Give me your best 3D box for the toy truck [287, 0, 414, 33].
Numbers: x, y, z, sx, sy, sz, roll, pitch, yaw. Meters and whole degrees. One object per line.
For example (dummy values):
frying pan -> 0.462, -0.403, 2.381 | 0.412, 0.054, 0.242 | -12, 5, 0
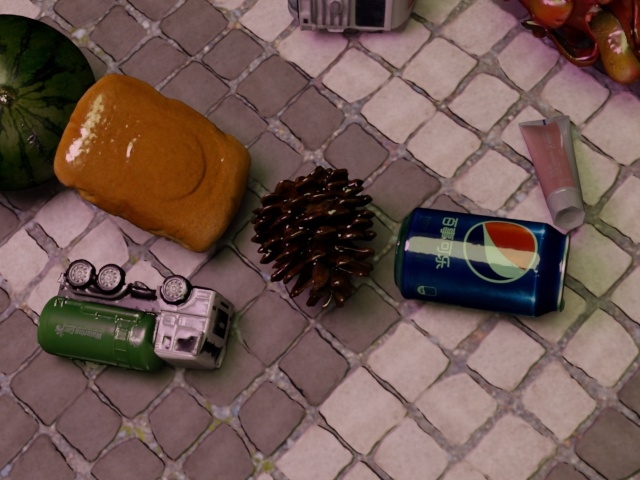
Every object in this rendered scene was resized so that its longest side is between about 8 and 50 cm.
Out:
toy truck -> 0.070, -0.477, 1.523 | 0.207, 0.173, 0.388 | 7, 67, 4

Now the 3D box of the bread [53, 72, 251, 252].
bread -> -0.217, -0.096, 1.398 | 0.245, 0.121, 0.174 | 32, 68, -24

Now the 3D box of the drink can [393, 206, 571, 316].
drink can -> 0.196, 0.027, 1.320 | 0.204, 0.118, 0.118 | 7, 70, 13

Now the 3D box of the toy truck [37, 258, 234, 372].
toy truck -> -0.239, 0.102, 1.386 | 0.242, 0.101, 0.125 | 7, 74, 17

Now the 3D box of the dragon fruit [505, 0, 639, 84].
dragon fruit -> 0.330, -0.347, 1.399 | 0.243, 0.227, 0.307 | 2, 82, 14

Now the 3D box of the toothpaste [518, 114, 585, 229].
toothpaste -> 0.294, -0.093, 1.368 | 0.067, 0.043, 0.194 | -9, 43, 9

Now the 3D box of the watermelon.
watermelon -> -0.419, -0.184, 1.462 | 0.242, 0.242, 0.242 | -4, 67, 10

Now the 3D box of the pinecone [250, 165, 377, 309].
pinecone -> -0.002, 0.004, 1.350 | 0.163, 0.163, 0.165 | -17, 76, 4
